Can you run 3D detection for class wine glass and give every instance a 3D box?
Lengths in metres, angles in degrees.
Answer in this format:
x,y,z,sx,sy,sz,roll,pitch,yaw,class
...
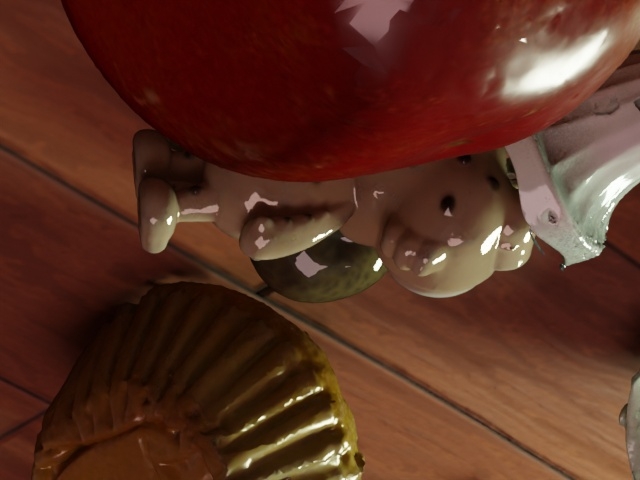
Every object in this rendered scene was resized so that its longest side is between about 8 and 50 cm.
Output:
x,y,z,sx,sy,sz,roll,pitch,yaw,class
0.213,-0.090,1.279,0.196,0.165,0.165,-24,137,20,wine glass

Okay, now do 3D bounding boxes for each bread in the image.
x,y,z,sx,sy,sz,roll,pitch,yaw,class
-0.104,0.171,1.561,0.274,0.149,0.274,8,108,25,bread

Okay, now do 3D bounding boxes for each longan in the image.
x,y,z,sx,sy,sz,roll,pitch,yaw,class
0.000,0.000,1.442,0.113,0.092,0.113,12,162,4,longan

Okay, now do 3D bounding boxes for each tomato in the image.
x,y,z,sx,sy,sz,roll,pitch,yaw,class
0.017,-0.180,1.028,0.293,0.290,0.325,-12,173,-40,tomato

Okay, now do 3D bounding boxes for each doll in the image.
x,y,z,sx,sy,sz,roll,pitch,yaw,class
0.009,-0.041,1.341,0.278,0.154,0.119,5,138,-5,doll

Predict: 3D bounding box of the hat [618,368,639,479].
x,y,z,sx,sy,sz,roll,pitch,yaw,class
0.410,0.139,1.618,0.301,0.168,0.258,-15,130,-18,hat
